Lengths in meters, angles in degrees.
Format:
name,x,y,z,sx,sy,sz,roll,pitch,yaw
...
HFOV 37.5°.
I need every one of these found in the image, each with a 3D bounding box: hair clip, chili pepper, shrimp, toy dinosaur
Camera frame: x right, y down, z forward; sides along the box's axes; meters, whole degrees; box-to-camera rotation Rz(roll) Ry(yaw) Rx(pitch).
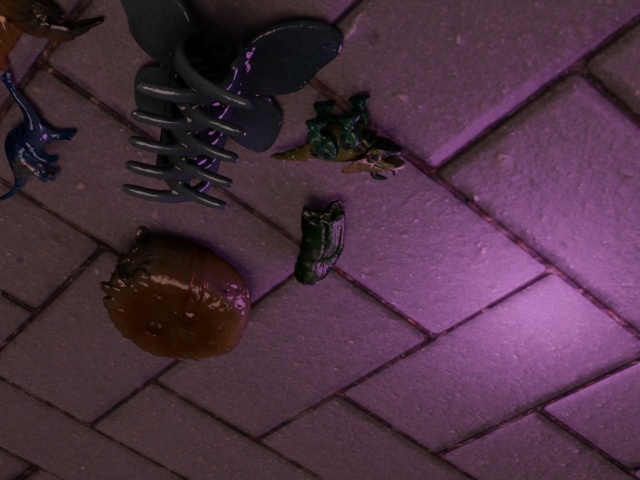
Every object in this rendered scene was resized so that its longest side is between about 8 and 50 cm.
name,x,y,z,sx,sy,sz,roll,pitch,yaw
hair clip,-0.200,-0.226,1.570,0.392,0.238,0.318,18,138,-5
chili pepper,0.000,-0.002,1.871,0.098,0.061,0.224,3,133,-10
shrimp,-0.433,-0.406,1.577,0.217,0.051,0.150,-24,132,29
toy dinosaur,-0.556,-0.170,1.822,0.144,0.076,0.329,21,133,0
toy dinosaur,0.018,-0.178,1.677,0.259,0.094,0.153,3,132,22

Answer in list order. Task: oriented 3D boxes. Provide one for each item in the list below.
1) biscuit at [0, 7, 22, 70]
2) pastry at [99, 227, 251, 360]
name,x,y,z,sx,sy,sz,roll,pitch,yaw
biscuit,-0.627,-0.362,1.678,0.250,0.035,0.162,-14,126,27
pastry,-0.306,0.133,2.020,0.329,0.136,0.330,5,136,5
